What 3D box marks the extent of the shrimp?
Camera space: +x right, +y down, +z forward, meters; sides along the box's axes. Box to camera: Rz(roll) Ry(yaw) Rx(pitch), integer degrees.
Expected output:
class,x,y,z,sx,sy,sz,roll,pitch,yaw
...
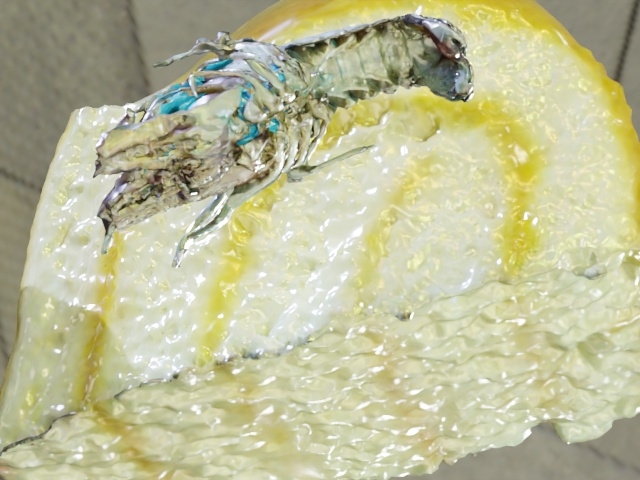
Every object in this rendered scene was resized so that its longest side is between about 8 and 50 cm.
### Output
class,x,y,z,sx,sy,sz,roll,pitch,yaw
shrimp,-0.021,-0.049,0.761,0.076,0.174,0.082,39,148,60

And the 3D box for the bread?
class,x,y,z,sx,sy,sz,roll,pitch,yaw
bread,-0.009,-0.002,1.074,0.395,0.239,0.264,-14,64,6
